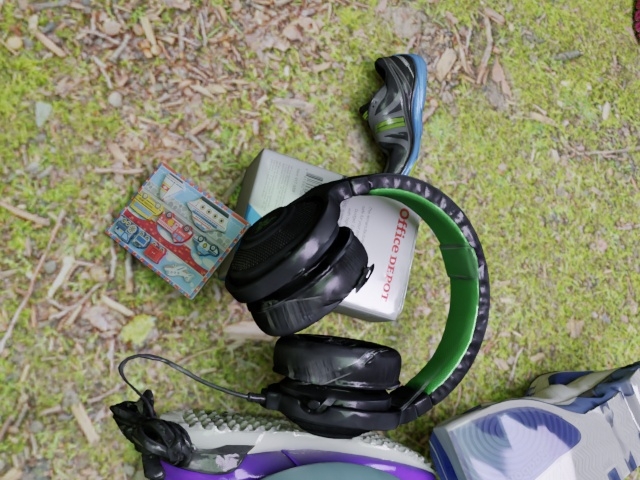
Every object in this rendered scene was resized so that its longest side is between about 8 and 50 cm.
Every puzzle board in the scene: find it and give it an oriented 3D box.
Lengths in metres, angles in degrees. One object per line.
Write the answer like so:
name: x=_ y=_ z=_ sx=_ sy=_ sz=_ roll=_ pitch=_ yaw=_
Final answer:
puzzle board: x=-0.148 y=-0.013 z=0.754 sx=0.128 sy=0.011 sz=0.096 roll=35 pitch=83 yaw=19

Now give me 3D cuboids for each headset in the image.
headset: x=0.005 y=0.082 z=0.667 sx=0.394 sy=0.185 sz=0.243 roll=-22 pitch=100 yaw=-24

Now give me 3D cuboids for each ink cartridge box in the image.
ink cartridge box: x=0.000 y=0.000 z=0.809 sx=0.190 sy=0.082 sz=0.140 roll=18 pitch=75 yaw=-17

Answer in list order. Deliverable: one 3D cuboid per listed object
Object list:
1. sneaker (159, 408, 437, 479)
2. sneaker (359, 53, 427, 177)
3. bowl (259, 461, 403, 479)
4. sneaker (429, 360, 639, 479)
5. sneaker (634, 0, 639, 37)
sneaker: x=-0.028 y=0.261 z=0.749 sx=0.293 sy=0.102 sz=0.146 roll=10 pitch=83 yaw=-14
sneaker: x=0.083 y=-0.135 z=0.883 sx=0.078 sy=0.067 sz=0.188 roll=5 pitch=79 yaw=2
bowl: x=0.012 y=0.377 z=0.648 sx=0.311 sy=0.163 sz=0.311 roll=-4 pitch=103 yaw=-17
sneaker: x=0.262 y=0.217 z=0.813 sx=0.315 sy=0.182 sz=0.127 roll=-13 pitch=78 yaw=-17
sneaker: x=0.531 y=-0.397 z=1.074 sx=0.111 sy=0.103 sz=0.252 roll=10 pitch=83 yaw=-22
